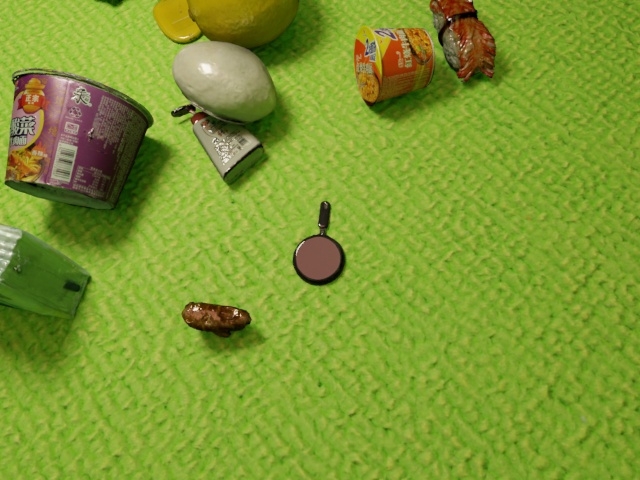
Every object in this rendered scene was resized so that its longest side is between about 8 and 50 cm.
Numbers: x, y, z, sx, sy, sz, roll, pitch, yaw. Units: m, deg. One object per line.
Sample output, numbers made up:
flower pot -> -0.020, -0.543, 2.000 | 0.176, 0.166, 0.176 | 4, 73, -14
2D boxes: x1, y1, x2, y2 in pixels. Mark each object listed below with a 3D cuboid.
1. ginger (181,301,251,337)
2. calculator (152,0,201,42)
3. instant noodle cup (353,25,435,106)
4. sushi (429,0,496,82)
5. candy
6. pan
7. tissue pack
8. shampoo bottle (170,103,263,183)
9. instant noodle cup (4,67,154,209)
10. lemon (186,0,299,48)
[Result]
ginger -> -0.246, 0.193, 1.045 | 0.162, 0.103, 0.073 | 9, 75, -4
calculator -> -0.468, -0.740, 1.428 | 0.146, 0.032, 0.234 | -30, 73, -8
instant noodle cup -> 0.208, -0.499, 1.226 | 0.174, 0.213, 0.213 | -12, 70, -11
sushi -> 0.416, -0.620, 1.297 | 0.124, 0.130, 0.332 | -15, 64, 3
candy -> -0.252, -0.445, 1.199 | 0.296, 0.185, 0.295 | 22, 32, -15
pan -> 0.000, 0.000, 1.136 | 0.136, 0.028, 0.235 | 5, 70, 4
tissue pack -> -0.806, 0.052, 1.023 | 0.388, 0.287, 0.162 | 11, 67, 7
shampoo bottle -> -0.302, -0.300, 1.241 | 0.153, 0.071, 0.284 | -42, 71, -15
instant noodle cup -> -0.629, -0.234, 1.122 | 0.340, 0.340, 0.265 | 8, 82, 6
lemon -> -0.226, -0.728, 1.259 | 0.348, 0.348, 0.347 | -1, 70, 3
